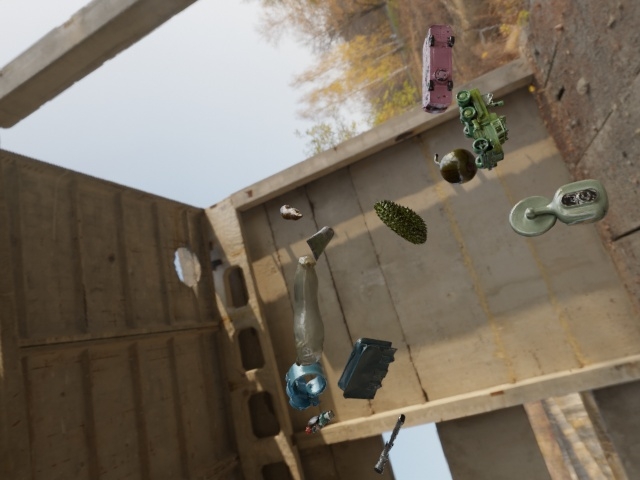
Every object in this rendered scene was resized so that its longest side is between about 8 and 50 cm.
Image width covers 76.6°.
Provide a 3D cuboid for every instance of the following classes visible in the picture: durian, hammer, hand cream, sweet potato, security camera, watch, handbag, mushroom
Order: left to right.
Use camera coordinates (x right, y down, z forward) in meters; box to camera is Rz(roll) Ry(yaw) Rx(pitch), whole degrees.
[{"bbox_3d":[-0.134,-0.117,1.796,0.051,0.065,0.218,46,171,-29],"label":"sweet potato"},{"bbox_3d":[-0.044,0.226,1.302,0.109,0.097,0.352,157,110,-71],"label":"mushroom"},{"bbox_3d":[-0.058,0.652,1.876,0.210,0.193,0.211,26,-159,-11],"label":"watch"},{"bbox_3d":[0.000,0.000,1.563,0.087,0.055,0.235,63,-155,-10],"label":"hand cream"},{"bbox_3d":[0.178,0.478,1.509,0.179,0.229,0.062,15,-167,-29],"label":"handbag"},{"bbox_3d":[0.332,0.937,1.889,0.152,0.044,0.427,-48,-26,-43],"label":"hammer"},{"bbox_3d":[0.428,-0.092,2.154,0.355,0.158,0.169,37,171,-4],"label":"durian"},{"bbox_3d":[0.790,-0.108,1.368,0.080,0.301,0.157,31,-125,-43],"label":"security camera"}]

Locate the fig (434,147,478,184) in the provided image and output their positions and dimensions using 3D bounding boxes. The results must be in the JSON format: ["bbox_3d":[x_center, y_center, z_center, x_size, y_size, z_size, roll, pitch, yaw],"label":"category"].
[{"bbox_3d":[0.458,-0.276,1.449,0.124,0.124,0.236,59,175,-29],"label":"fig"}]

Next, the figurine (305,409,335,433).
[{"bbox_3d":[-0.002,0.608,1.359,0.047,0.106,0.060,50,-158,6],"label":"figurine"}]

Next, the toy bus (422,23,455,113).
[{"bbox_3d":[0.286,-0.415,0.990,0.090,0.063,0.204,90,-177,-82],"label":"toy bus"}]

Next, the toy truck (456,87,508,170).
[{"bbox_3d":[0.523,-0.361,1.278,0.128,0.135,0.260,39,-139,-59],"label":"toy truck"}]
